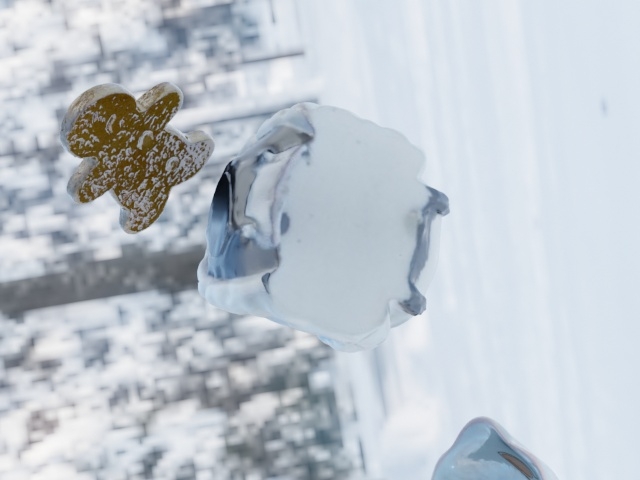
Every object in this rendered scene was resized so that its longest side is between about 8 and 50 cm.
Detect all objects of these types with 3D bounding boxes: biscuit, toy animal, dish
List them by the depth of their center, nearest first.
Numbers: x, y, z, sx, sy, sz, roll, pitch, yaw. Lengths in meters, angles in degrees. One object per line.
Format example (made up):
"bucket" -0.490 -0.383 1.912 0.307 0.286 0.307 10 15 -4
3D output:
"toy animal" 0.000 0.000 1.731 0.156 0.204 0.208 142 144 -65
"biscuit" -0.174 -0.086 1.751 0.031 0.138 0.205 42 -179 27
"dish" 0.202 0.294 1.993 0.229 0.081 0.229 5 96 60
